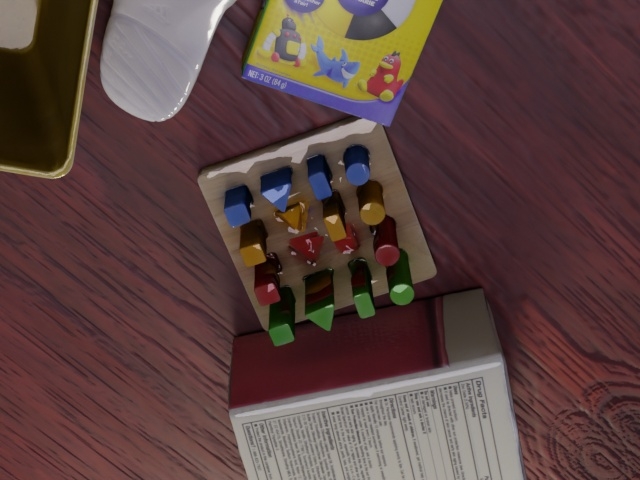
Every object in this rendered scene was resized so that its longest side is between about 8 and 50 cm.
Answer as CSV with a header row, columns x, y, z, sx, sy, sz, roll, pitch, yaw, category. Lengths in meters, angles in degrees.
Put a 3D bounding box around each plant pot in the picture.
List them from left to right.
x,y,z,sx,sy,sz,roll,pitch,yaw,category
-0.265,-0.187,0.958,0.212,0.187,0.212,8,111,-13,plant pot

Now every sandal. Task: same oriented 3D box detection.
x,y,z,sx,sy,sz,roll,pitch,yaw,category
-0.105,-0.206,1.037,0.102,0.076,0.265,27,134,-5,sandal

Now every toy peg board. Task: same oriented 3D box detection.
x,y,z,sx,sy,sz,roll,pitch,yaw,category
0.000,0.000,1.133,0.161,0.079,0.161,-19,116,7,toy peg board

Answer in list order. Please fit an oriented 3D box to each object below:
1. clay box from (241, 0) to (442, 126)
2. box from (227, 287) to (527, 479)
x,y,z,sx,sy,sz,roll,pitch,yaw,category
0.034,-0.210,1.042,0.127,0.053,0.222,17,116,-10,clay box
0.048,0.151,1.183,0.232,0.127,0.149,-11,116,4,box
